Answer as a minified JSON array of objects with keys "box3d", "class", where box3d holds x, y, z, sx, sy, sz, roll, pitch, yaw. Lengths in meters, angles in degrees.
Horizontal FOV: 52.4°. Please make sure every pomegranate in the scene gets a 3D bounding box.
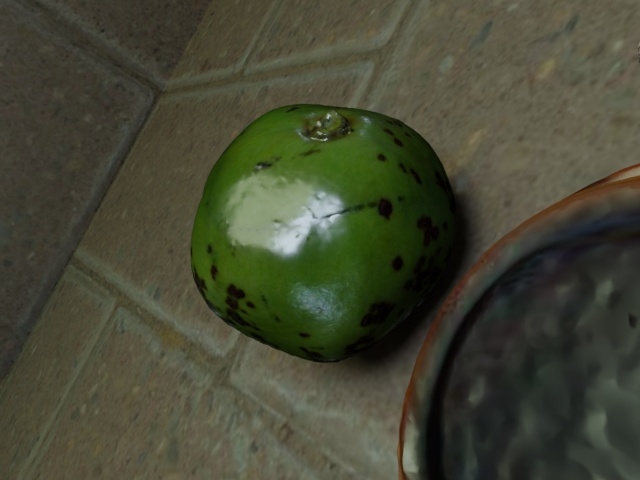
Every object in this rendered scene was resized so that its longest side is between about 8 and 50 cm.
[{"box3d":[0.000,0.000,0.619,0.254,0.254,0.270,-99,16,-46],"class":"pomegranate"}]

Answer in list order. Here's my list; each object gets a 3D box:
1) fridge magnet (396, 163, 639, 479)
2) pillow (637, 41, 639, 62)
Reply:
[{"box3d":[0.179,0.112,0.332,0.363,0.155,0.363,-31,46,38],"class":"fridge magnet"},{"box3d":[0.350,-0.229,0.496,0.232,0.043,0.126,-56,37,-1],"class":"pillow"}]
